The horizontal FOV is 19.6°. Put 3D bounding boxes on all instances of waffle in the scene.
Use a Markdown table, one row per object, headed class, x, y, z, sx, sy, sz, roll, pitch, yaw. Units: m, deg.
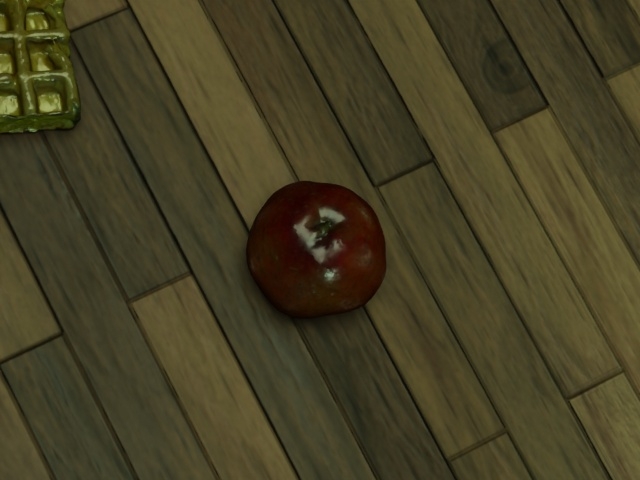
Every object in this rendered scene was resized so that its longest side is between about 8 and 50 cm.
| class | x | y | z | sx | sy | sz | roll | pitch | yaw |
| --- | --- | --- | --- | --- | --- | --- | --- | --- | --- |
| waffle | -0.301 | -0.197 | 1.645 | 0.160 | 0.055 | 0.210 | -5 | 74 | -10 |

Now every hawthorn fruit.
| class | x | y | z | sx | sy | sz | roll | pitch | yaw |
| --- | --- | --- | --- | --- | --- | --- | --- | --- | --- |
| hawthorn fruit | 0.001 | 0.000 | 1.607 | 0.125 | 0.140 | 0.125 | 11 | 39 | -9 |
